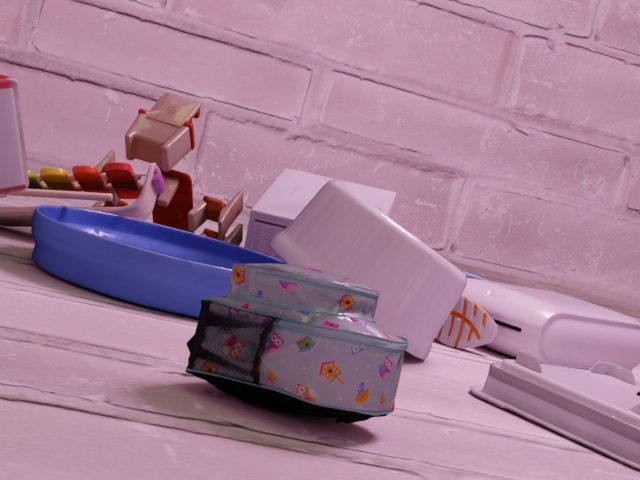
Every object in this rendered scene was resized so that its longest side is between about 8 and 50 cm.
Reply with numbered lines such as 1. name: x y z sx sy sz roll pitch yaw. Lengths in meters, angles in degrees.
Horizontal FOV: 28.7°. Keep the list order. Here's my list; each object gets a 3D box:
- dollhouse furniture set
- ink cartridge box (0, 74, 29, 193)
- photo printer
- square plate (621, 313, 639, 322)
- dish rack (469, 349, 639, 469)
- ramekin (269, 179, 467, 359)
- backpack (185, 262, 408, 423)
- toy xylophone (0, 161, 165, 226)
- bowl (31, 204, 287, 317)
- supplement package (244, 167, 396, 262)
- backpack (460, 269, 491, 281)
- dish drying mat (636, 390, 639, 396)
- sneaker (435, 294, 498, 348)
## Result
1. dollhouse furniture set: -0.256 -0.103 2.126 0.262 0.259 0.135 17 44 16
2. ink cartridge box: -0.606 -0.153 1.768 0.279 0.160 0.384 -13 18 -27
3. photo printer: 0.369 0.144 2.137 0.307 0.107 0.256 10 6 -42
4. square plate: 0.664 0.195 2.884 0.347 0.049 0.344 16 4 26
5. dish rack: 0.385 0.214 1.558 0.285 0.072 0.333 12 6 -38
6. ramekin: 0.076 0.034 1.773 0.277 0.135 0.277 36 3 -2
7. backpack: -0.010 0.100 1.209 0.188 0.144 0.166 21 1 30
8. toy xylophone: -0.401 -0.077 1.939 0.322 0.081 0.236 1 -11 -10
9. bowl: -0.218 0.035 1.758 0.391 0.077 0.391 15 4 -1
10. supplement package: 0.000 0.000 2.054 0.204 0.145 0.262 13 20 6
11. backpack: 0.284 0.103 2.539 0.114 0.084 0.105 10 4 -26
12. dish drying mat: 0.397 0.182 1.485 0.032 0.008 0.083 18 6 23
13. sneaker: 0.189 0.120 2.024 0.215 0.084 0.083 16 -1 25
